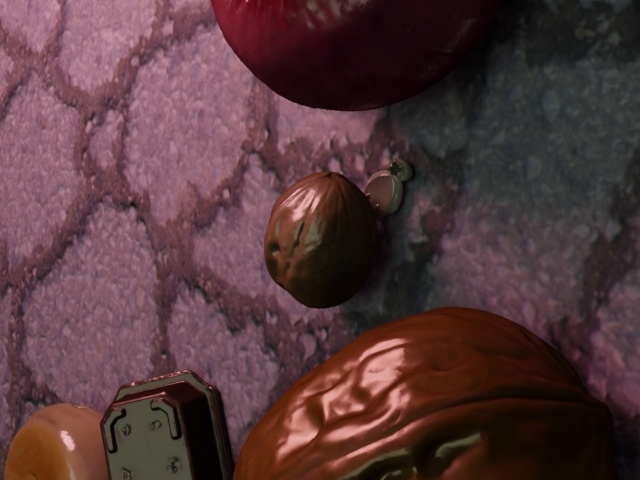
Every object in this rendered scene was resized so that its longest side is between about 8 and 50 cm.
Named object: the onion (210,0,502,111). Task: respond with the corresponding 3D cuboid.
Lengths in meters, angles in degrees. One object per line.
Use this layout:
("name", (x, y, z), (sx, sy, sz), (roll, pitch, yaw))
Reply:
("onion", (0.027, -0.309, 1.055), (0.358, 0.345, 0.358), (5, 114, 12))

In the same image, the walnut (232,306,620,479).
("walnut", (0.099, 0.251, 0.960), (0.398, 0.308, 0.354), (-36, 57, 17))

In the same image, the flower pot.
("flower pot", (-0.217, 0.307, 1.340), (0.179, 0.084, 0.251), (-14, 79, 13))

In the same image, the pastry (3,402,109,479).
("pastry", (-0.375, 0.372, 1.481), (0.265, 0.133, 0.265), (-1, 89, 41))

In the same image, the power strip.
("power strip", (0.076, -0.062, 1.177), (0.055, 0.035, 0.083), (53, 123, 27))

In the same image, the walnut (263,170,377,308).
("walnut", (0.001, 0.000, 1.172), (0.140, 0.140, 0.162), (27, 136, 37))
